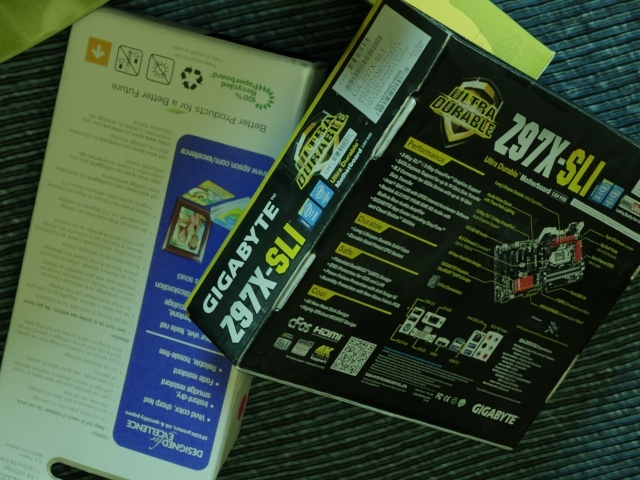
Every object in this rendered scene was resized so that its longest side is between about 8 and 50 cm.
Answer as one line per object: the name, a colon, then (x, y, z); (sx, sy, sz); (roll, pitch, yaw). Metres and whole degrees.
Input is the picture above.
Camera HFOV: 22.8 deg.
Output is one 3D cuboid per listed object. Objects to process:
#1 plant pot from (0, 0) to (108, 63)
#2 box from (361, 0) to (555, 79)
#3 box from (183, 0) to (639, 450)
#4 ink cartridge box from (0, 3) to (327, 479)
plant pot: (-0.243, -0.269, 0.937); (0.274, 0.275, 0.294); (-31, 90, -1)
box: (0.056, -0.187, 1.138); (0.232, 0.087, 0.058); (37, 95, -16)
box: (0.096, 0.002, 1.119); (0.322, 0.079, 0.257); (21, 105, -45)
ink cartridge box: (-0.124, 0.028, 1.142); (0.175, 0.069, 0.371); (16, 100, 10)
